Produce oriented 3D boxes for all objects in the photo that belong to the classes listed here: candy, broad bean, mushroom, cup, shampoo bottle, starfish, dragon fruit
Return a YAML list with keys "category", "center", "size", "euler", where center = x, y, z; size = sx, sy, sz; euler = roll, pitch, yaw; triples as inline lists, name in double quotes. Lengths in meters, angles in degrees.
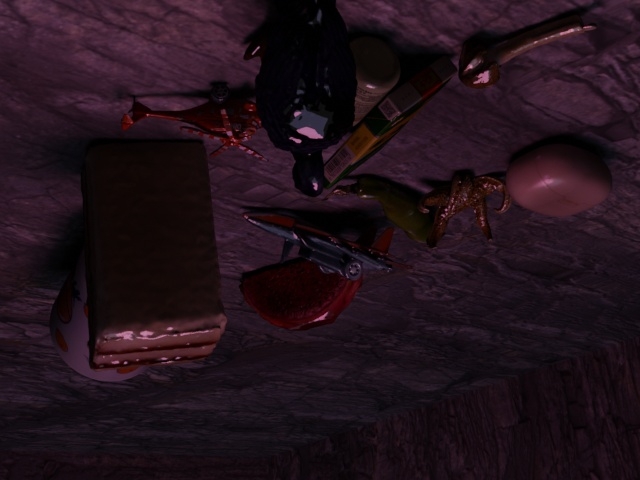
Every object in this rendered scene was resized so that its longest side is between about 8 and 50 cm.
- category: "candy"
  center: [-0.241, 0.016, 1.484]
  size: [0.179, 0.320, 0.135]
  euler: [1, 154, -19]
- category: "broad bean"
  center: [0.128, -0.053, 1.827]
  size: [0.098, 0.056, 0.318]
  euler: [-21, 152, 37]
- category: "mushroom"
  center: [0.265, -0.255, 1.370]
  size: [0.187, 0.060, 0.061]
  euler: [-25, 141, 15]
- category: "cup"
  center: [-0.327, 0.092, 1.788]
  size: [0.212, 0.212, 0.317]
  euler: [1, 156, -25]
- category: "shampoo bottle"
  center: [0.036, -0.196, 1.379]
  size: [0.079, 0.079, 0.162]
  euler: [2, 157, -27]
- category: "starfish"
  center: [0.235, -0.053, 1.815]
  size: [0.190, 0.074, 0.146]
  euler: [0, 141, -29]
- category: "dragon fruit"
  center: [-0.029, 0.108, 2.072]
  size: [0.262, 0.189, 0.163]
  euler: [-12, 129, 17]

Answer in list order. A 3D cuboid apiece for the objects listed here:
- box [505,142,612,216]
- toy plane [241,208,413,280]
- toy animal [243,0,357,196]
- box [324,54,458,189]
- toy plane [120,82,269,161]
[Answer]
- category: "box"
  center: [0.403, -0.100, 1.770]
  size: [0.146, 0.088, 0.200]
  euler: [-28, 153, 38]
- category: "toy plane"
  center: [-0.001, 0.007, 1.855]
  size: [0.326, 0.104, 0.223]
  euler: [9, -179, -32]
- category: "toy animal"
  center: [-0.020, -0.192, 1.229]
  size: [0.122, 0.185, 0.298]
  euler: [-1, 139, -10]
- category: "box"
  center: [0.088, -0.161, 1.467]
  size: [0.132, 0.034, 0.235]
  euler: [-38, 177, -33]
- category: "toy plane"
  center: [-0.163, -0.160, 1.404]
  size: [0.194, 0.077, 0.126]
  euler: [-4, 156, 6]
